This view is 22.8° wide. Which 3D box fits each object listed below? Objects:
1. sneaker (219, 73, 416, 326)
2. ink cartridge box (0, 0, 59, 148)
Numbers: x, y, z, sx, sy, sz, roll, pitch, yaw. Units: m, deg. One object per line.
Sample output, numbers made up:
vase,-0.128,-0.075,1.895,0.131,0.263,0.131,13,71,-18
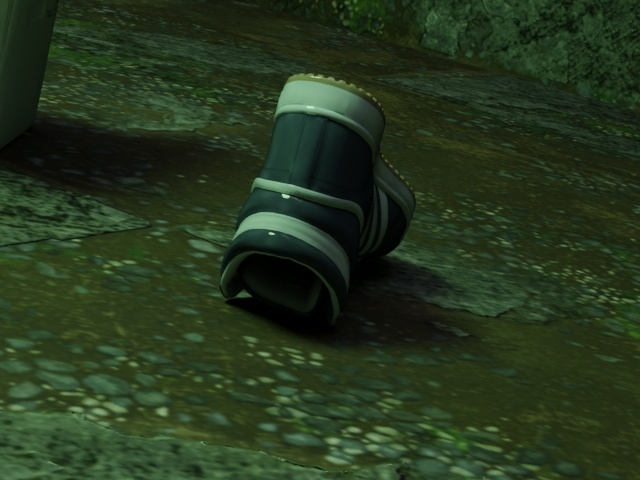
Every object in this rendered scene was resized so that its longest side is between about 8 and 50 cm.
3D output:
sneaker,0.000,0.000,1.182,0.099,0.153,0.282,13,-16,13
ink cartridge box,-0.389,-0.208,1.423,0.270,0.197,0.198,13,14,0
